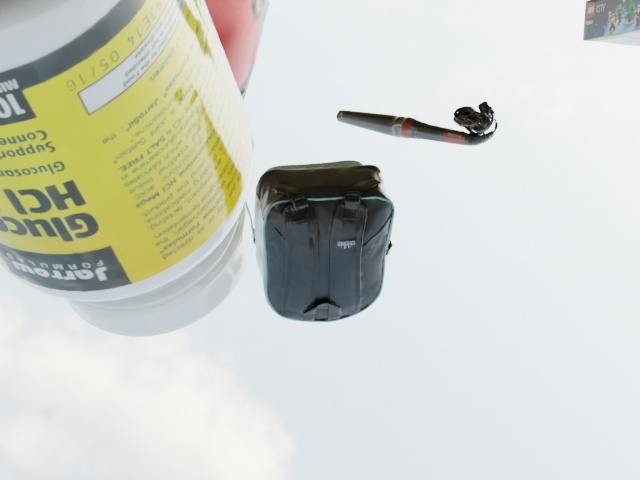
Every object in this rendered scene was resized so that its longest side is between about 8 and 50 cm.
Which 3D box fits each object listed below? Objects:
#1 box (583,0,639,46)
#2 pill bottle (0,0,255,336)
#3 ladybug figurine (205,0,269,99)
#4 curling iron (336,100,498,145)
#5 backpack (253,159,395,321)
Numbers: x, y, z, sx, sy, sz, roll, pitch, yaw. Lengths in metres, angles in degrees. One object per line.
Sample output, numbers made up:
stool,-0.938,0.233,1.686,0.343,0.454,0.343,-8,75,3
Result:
box,0.381,-0.218,1.381,0.159,0.044,0.233,3,-178,-17
pill bottle,-0.145,-0.082,0.842,0.187,0.334,0.188,-6,-124,9
ladybug figurine,-0.165,-0.196,1.406,0.161,0.449,0.305,1,-120,-22
curling iron,0.127,-0.157,1.905,0.274,0.035,0.068,6,-140,43
backpack,0.000,0.000,1.712,0.165,0.188,0.144,-6,-151,-9
